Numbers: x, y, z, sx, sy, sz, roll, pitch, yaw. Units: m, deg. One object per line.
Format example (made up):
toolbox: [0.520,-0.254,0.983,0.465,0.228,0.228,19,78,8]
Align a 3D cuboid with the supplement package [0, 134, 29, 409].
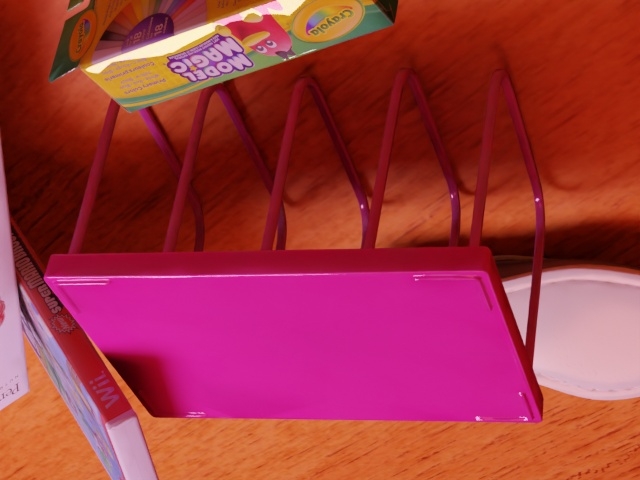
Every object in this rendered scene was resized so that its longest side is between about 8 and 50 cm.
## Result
supplement package: [-0.330,0.015,1.172,0.175,0.177,0.293,39,146,26]

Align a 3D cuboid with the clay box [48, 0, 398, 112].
clay box: [-0.053,-0.156,0.979,0.222,0.127,0.053,-15,140,34]

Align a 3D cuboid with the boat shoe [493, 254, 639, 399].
boat shoe: [0.162,0.060,1.294,0.305,0.091,0.109,-4,108,16]

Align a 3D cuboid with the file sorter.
file sorter: [0.000,0.000,1.156,0.291,0.182,0.202,-1,147,18]

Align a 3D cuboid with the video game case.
video game case: [-0.200,0.079,1.282,0.025,0.285,0.204,-29,149,-14]
